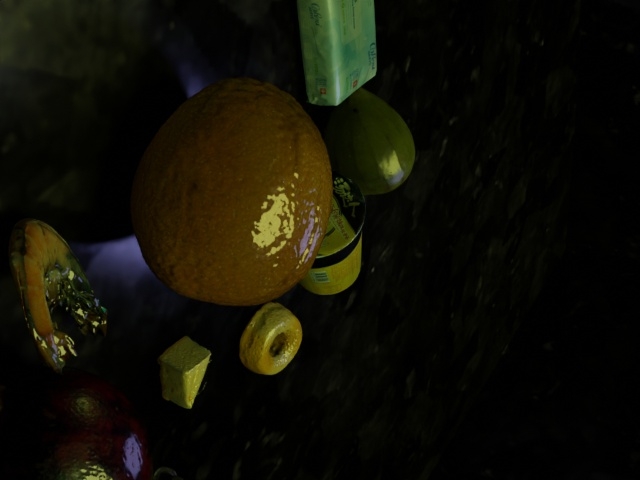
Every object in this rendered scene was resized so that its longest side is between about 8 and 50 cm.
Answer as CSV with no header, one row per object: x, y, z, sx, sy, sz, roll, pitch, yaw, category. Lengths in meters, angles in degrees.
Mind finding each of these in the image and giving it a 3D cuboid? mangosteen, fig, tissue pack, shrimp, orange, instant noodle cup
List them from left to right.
-0.406,0.316,1.151,0.359,0.306,0.306,30,82,-45,mangosteen
-0.367,0.104,1.201,0.054,0.222,0.290,-18,146,1,shrimp
-0.135,-0.077,1.335,0.322,0.322,0.357,15,88,-61,orange
0.000,0.000,1.744,0.216,0.215,0.236,-56,156,-23,instant noodle cup
0.037,-0.415,1.634,0.177,0.089,0.263,-45,144,-40,tissue pack
0.091,-0.211,1.758,0.203,0.203,0.225,-40,119,-42,fig

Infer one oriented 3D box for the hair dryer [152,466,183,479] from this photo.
-0.369,0.432,1.348,0.320,0.155,0.284,-56,-170,-29,hair dryer

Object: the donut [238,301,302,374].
-0.104,0.220,1.827,0.162,0.065,0.178,-65,152,-6,donut

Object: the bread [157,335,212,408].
-0.251,0.256,1.579,0.080,0.084,0.109,-35,136,-43,bread
